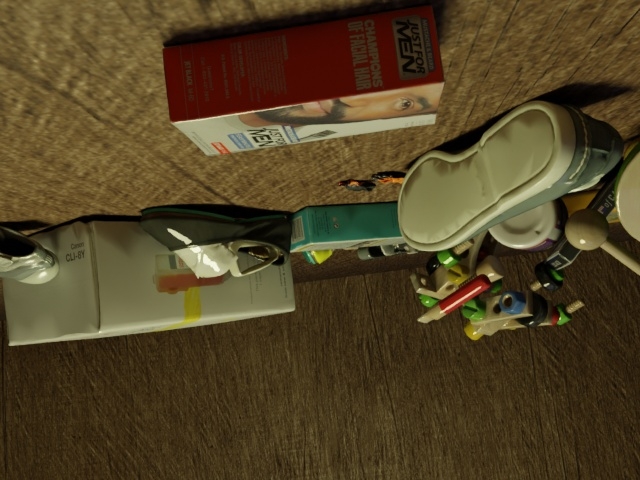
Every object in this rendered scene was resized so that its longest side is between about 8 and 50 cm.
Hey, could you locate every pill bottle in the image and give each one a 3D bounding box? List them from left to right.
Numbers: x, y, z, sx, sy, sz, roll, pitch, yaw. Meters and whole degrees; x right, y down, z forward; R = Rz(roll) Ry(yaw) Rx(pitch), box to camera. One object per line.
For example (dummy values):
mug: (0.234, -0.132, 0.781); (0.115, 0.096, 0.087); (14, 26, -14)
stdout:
pill bottle: (0.337, -0.037, 1.163); (0.108, 0.108, 0.193); (-10, 173, 25)

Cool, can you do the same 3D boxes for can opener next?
can opener: (0.177, -0.010, 1.388); (0.093, 0.074, 0.280); (-15, 172, 42)

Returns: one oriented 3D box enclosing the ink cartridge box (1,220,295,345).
ink cartridge box: (-0.275, 0.068, 1.182); (0.279, 0.161, 0.384); (-12, 172, 41)

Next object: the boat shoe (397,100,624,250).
boat shoe: (0.189, -0.058, 0.793); (0.099, 0.116, 0.319); (0, 166, -23)

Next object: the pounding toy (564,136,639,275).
pounding toy: (0.428, -0.072, 0.892); (0.182, 0.110, 0.237); (24, 126, -13)

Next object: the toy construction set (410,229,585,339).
toy construction set: (0.255, 0.090, 1.274); (0.237, 0.258, 0.308); (-40, 162, 34)

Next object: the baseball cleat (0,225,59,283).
baseball cleat: (-0.461, 0.013, 0.985); (0.205, 0.072, 0.109); (-1, 148, 10)

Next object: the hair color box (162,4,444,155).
hair color box: (-0.008, -0.100, 0.477); (0.167, 0.054, 0.093); (-9, 173, 5)

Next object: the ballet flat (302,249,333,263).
ballet flat: (0.000, 0.000, 1.350); (0.077, 0.077, 0.231); (-28, 177, -3)

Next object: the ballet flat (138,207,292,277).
ballet flat: (-0.138, 0.005, 1.067); (0.095, 0.096, 0.280); (-12, 172, 41)

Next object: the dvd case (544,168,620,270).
dvd case: (0.423, -0.034, 1.135); (0.179, 0.029, 0.238); (-53, 168, 4)

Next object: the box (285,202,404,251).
box: (0.074, -0.024, 1.201); (0.244, 0.060, 0.100); (-4, 173, -24)

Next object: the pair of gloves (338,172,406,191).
pair of gloves: (0.073, -0.076, 0.964); (0.083, 0.010, 0.074); (-10, 173, 33)

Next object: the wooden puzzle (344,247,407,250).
wooden puzzle: (0.198, -0.002, 1.610); (0.220, 0.044, 0.238); (-2, 172, -41)

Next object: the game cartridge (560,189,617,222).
game cartridge: (0.546, -0.059, 1.461); (0.323, 0.053, 0.285); (-7, 174, 11)
